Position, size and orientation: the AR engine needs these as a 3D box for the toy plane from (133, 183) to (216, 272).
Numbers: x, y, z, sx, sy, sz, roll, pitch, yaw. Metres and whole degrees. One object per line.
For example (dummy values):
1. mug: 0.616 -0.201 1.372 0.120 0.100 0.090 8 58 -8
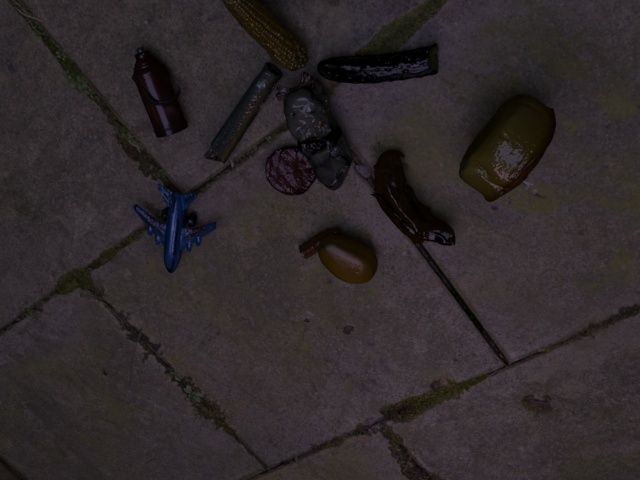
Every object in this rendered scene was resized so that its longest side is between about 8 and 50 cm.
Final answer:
1. toy plane: -0.433 -0.030 1.856 0.253 0.105 0.272 13 120 5

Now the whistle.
1. whistle: -0.212 -0.334 1.677 0.067 0.057 0.326 9 132 -44

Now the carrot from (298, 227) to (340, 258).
1. carrot: 0.000 0.000 1.823 0.139 0.048 0.048 -34 107 22

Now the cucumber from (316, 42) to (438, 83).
1. cucumber: 0.141 -0.431 1.550 0.303 0.072 0.081 -4 119 14

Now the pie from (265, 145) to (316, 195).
1. pie: -0.081 -0.194 1.739 0.154 0.036 0.155 5 118 9

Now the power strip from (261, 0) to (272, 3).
1. power strip: -0.104 -0.607 1.501 0.271 0.078 0.052 -11 114 16

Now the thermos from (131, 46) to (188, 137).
1. thermos: -0.442 -0.401 1.673 0.124 0.098 0.232 11 127 50

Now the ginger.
1. ginger: 0.236 -0.096 1.693 0.133 0.107 0.309 -34 106 7

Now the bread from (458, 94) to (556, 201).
1. bread: 0.452 -0.223 1.493 0.148 0.270 0.270 35 119 -1

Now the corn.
1. corn: -0.131 -0.513 1.501 0.086 0.087 0.288 -28 140 23

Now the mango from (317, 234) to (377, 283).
1. mango: 0.077 0.048 1.791 0.137 0.098 0.195 -35 118 29

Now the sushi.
1. sushi: -0.004 -0.276 1.627 0.124 0.130 0.332 -20 110 16
